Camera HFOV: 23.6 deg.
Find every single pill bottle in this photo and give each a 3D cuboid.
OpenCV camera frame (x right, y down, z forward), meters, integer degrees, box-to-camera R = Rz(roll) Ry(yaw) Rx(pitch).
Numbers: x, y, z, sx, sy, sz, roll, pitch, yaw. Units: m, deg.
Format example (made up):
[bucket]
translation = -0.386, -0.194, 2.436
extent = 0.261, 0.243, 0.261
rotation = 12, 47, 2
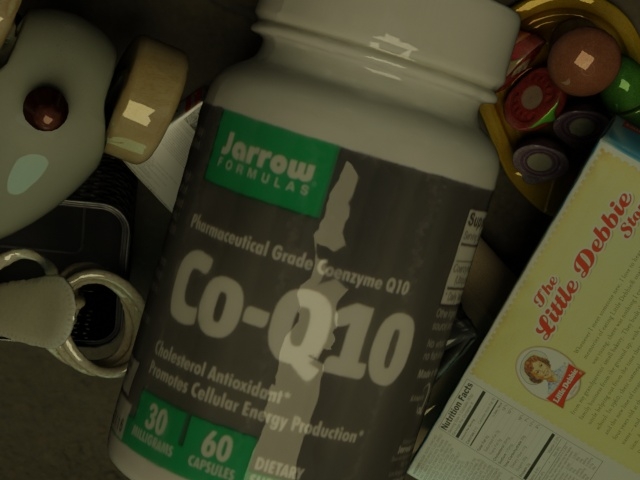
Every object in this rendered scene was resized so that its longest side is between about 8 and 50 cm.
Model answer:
[pill bottle]
translation = 0.000, 0.000, 1.022
extent = 0.204, 0.204, 0.361
rotation = 15, 95, -10

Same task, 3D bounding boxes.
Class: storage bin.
[storage bin]
translation = -0.230, 0.001, 1.130
extent = 0.180, 0.084, 0.122
rotation = 6, 118, -5

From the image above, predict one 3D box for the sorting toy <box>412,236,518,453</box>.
[sorting toy]
translation = 0.063, 0.070, 1.203
extent = 0.196, 0.047, 0.347
rotation = -38, 113, 13

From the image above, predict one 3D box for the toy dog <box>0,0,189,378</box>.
[toy dog]
translation = -0.208, -0.017, 0.983
extent = 0.220, 0.161, 0.333
rotation = 7, 115, -6

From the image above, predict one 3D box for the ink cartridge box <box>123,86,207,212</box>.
[ink cartridge box]
translation = -0.082, -0.075, 1.126
extent = 0.115, 0.029, 0.063
rotation = -35, 114, 15

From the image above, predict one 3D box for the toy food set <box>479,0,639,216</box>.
[toy food set]
translation = 0.177, -0.103, 1.097
extent = 0.128, 0.071, 0.218
rotation = -23, 117, 10

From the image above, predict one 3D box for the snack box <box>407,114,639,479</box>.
[snack box]
translation = 0.213, 0.091, 1.107
extent = 0.187, 0.060, 0.322
rotation = 31, 120, 7

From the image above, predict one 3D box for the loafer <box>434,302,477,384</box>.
[loafer]
translation = 0.035, 0.128, 1.149
extent = 0.076, 0.078, 0.223
rotation = 9, 121, -54
